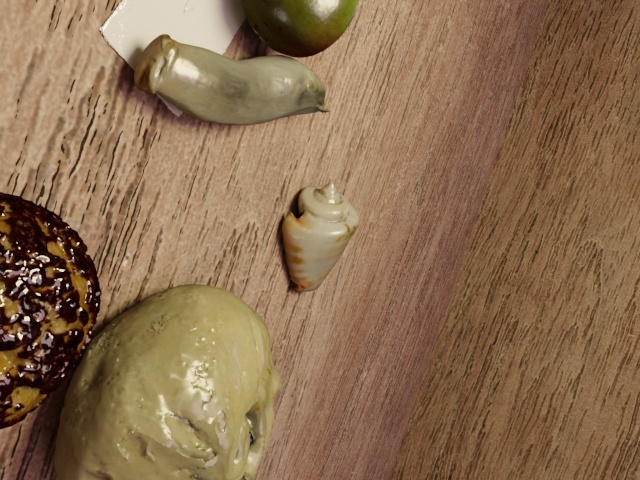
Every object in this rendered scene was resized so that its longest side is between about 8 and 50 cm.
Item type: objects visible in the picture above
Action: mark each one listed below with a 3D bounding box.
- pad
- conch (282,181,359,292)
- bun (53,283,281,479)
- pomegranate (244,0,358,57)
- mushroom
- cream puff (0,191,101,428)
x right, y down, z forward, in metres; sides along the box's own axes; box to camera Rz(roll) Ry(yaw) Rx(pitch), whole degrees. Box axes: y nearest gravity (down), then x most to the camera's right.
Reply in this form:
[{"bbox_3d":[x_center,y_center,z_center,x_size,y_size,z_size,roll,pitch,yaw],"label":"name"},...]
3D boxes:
[{"bbox_3d":[-0.179,-0.305,0.634,0.232,0.004,0.156,-63,147,-16],"label":"pad"},{"bbox_3d":[0.010,0.002,0.962,0.158,0.127,0.255,-35,133,-46],"label":"conch"},{"bbox_3d":[-0.184,0.229,0.679,0.362,0.235,0.325,-21,117,-60],"label":"bun"},{"bbox_3d":[-0.047,-0.369,0.667,0.210,0.180,0.179,25,83,-32],"label":"pomegranate"},{"bbox_3d":[-0.110,-0.226,0.691,0.351,0.097,0.109,-19,131,-52],"label":"mushroom"},{"bbox_3d":[-0.323,0.071,0.437,0.239,0.165,0.238,-26,123,-49],"label":"cream puff"}]
